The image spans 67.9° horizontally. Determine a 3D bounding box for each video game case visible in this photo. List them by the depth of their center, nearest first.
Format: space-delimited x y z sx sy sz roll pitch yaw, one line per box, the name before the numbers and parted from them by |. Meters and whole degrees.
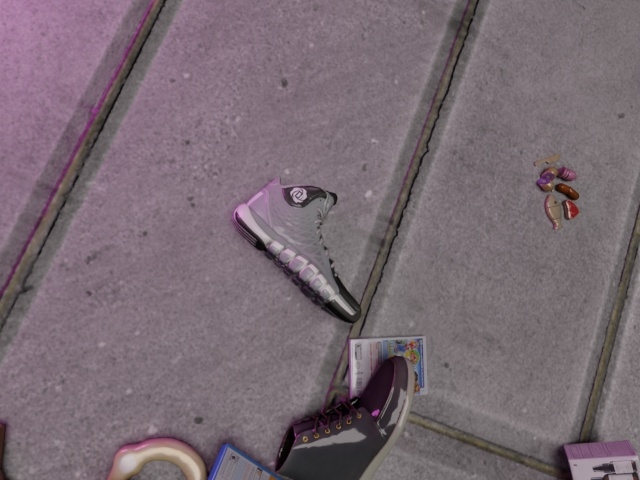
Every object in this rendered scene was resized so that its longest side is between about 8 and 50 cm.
video game case | -0.080 0.351 0.591 0.166 0.015 0.119 43 40 -19
video game case | 0.101 0.188 0.707 0.121 0.011 0.087 1 84 -15

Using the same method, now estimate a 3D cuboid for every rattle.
rattle | -0.160 0.311 0.562 0.199 0.143 0.130 17 62 -7

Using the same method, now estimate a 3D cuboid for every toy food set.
toy food set | 0.415 -0.086 0.816 0.077 0.019 0.122 -20 90 -16

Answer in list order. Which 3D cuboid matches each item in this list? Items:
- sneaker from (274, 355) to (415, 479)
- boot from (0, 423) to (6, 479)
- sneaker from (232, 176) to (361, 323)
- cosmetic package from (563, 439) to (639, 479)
sneaker | 0.035 0.241 0.638 0.118 0.083 0.222 29 86 -10
boot | -0.373 0.264 0.559 0.106 0.037 0.114 -2 80 -18
sneaker | 0.000 0.000 0.661 0.228 0.086 0.132 44 73 -7
cosmetic package | 0.459 0.441 0.735 0.098 0.060 0.239 -14 88 22
